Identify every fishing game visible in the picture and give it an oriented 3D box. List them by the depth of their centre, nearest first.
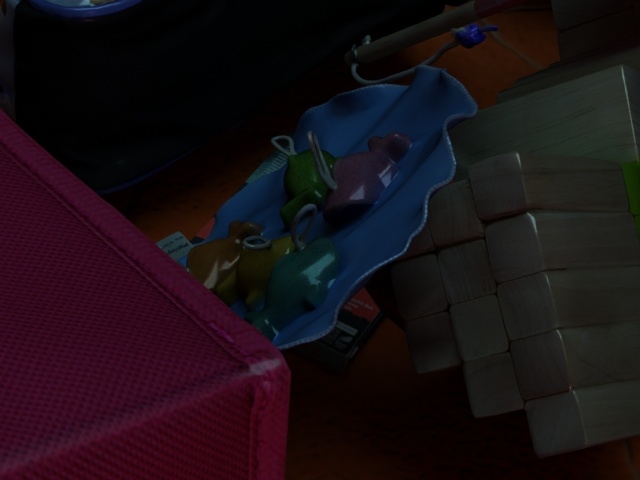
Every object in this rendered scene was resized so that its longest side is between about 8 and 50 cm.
[{"bbox_3d":[-0.023,-0.002,0.707,0.041,0.189,0.264,45,62,-18],"label":"fishing game"}]

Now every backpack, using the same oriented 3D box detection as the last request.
[{"bbox_3d":[-0.104,-0.172,0.857,0.276,0.213,0.263,-29,46,-34],"label":"backpack"}]

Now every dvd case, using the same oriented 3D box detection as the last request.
[{"bbox_3d":[0.000,0.000,0.827,0.087,0.013,0.119,26,44,13],"label":"dvd case"}]

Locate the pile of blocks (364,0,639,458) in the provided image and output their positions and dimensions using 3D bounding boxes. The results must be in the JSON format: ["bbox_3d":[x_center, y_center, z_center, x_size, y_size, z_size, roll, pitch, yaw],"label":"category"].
[{"bbox_3d":[0.113,-0.012,0.823,0.112,0.149,0.362,-16,17,33],"label":"pile of blocks"}]

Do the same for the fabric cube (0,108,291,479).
[{"bbox_3d":[-0.188,0.101,0.457,0.258,0.254,0.259,-20,39,-31],"label":"fabric cube"}]
